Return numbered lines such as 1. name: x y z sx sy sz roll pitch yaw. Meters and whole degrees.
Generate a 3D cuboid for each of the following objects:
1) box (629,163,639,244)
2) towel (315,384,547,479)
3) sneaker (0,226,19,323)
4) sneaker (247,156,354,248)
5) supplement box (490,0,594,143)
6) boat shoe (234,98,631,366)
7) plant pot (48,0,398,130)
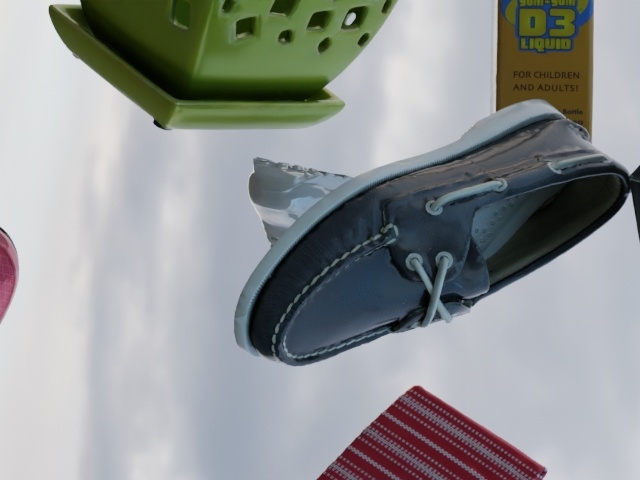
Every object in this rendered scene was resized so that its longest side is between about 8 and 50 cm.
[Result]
1. box: 0.279 -0.021 1.176 0.045 0.184 0.190 18 -40 35
2. towel: 0.090 0.294 1.933 0.199 0.275 0.031 32 -31 27
3. sneaker: -0.317 0.098 1.305 0.136 0.314 0.116 -6 -58 50
4. sneaker: 0.000 0.000 1.360 0.094 0.090 0.235 -69 157 -6
5. supplement box: 0.170 -0.140 1.371 0.080 0.078 0.233 65 25 -84
6. boat shoe: 0.080 0.001 1.161 0.091 0.302 0.114 38 -31 33
7. plant pot: -0.083 -0.216 1.490 0.227 0.228 0.207 38 -61 37
